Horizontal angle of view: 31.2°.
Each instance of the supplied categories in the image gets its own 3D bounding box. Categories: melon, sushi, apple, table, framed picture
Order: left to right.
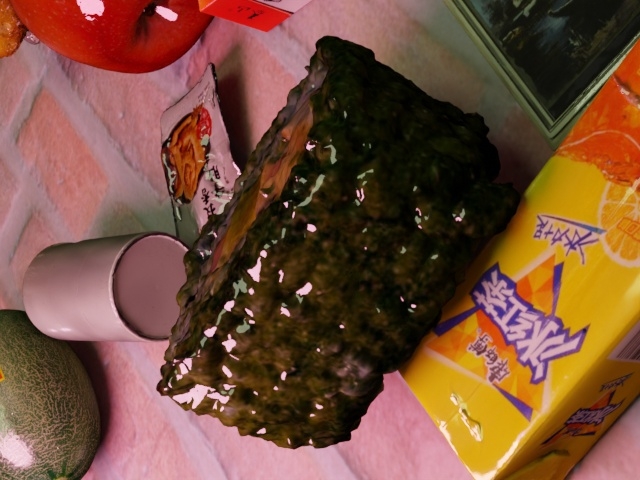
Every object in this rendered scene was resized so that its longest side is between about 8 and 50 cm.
[{"bbox_3d":[-0.372,0.210,1.433,0.288,0.182,0.182,51,119,38],"label":"melon"},{"bbox_3d":[-0.250,0.058,1.361,0.220,0.126,0.126,-5,79,49],"label":"table"},{"bbox_3d":[-0.236,-0.317,1.330,0.216,0.260,0.260,49,118,24],"label":"apple"},{"bbox_3d":[0.000,0.000,1.024,0.352,0.178,0.294,-55,18,27],"label":"sushi"},{"bbox_3d":[0.240,-0.259,0.996,0.296,0.019,0.232,-50,52,28],"label":"framed picture"}]

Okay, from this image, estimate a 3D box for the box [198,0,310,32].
[{"bbox_3d":[-0.049,-0.288,1.241,0.152,0.100,0.048,-30,60,39],"label":"box"}]

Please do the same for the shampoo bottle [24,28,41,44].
[{"bbox_3d":[-0.348,-0.300,1.578,0.207,0.063,0.057,-3,72,46],"label":"shampoo bottle"}]

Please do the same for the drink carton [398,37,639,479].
[{"bbox_3d":[0.218,0.028,0.908,0.351,0.111,0.154,-56,48,25],"label":"drink carton"}]

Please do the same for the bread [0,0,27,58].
[{"bbox_3d":[-0.431,-0.428,1.582,0.109,0.185,0.380,-2,55,11],"label":"bread"}]

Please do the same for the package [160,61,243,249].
[{"bbox_3d":[-0.135,-0.073,1.339,0.154,0.030,0.239,-33,65,50],"label":"package"}]
